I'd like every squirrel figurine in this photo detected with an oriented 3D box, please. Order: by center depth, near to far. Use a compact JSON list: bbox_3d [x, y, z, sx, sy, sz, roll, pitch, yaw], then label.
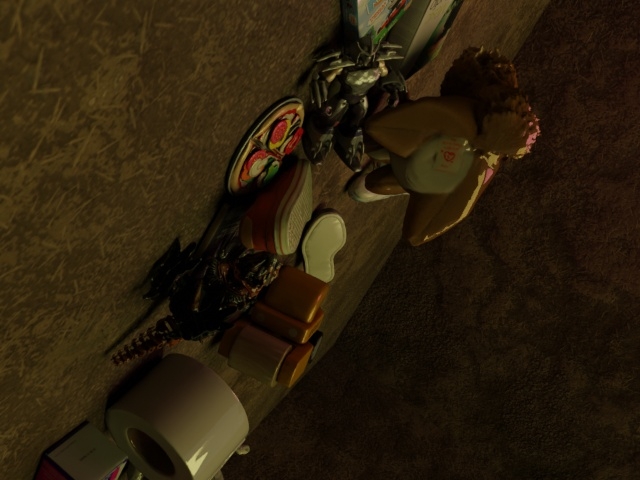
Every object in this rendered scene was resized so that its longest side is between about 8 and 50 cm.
[{"bbox_3d":[0.258,-0.235,1.545,0.397,0.281,0.370,-28,-161,4],"label":"squirrel figurine"}]

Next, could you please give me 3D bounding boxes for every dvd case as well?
[{"bbox_3d":[-0.190,0.011,1.344,0.221,0.018,0.164,-58,169,19],"label":"dvd case"}]

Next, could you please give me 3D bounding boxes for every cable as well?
[{"bbox_3d":[-0.171,0.057,1.483,0.139,0.072,0.287,-40,163,1],"label":"cable"}]

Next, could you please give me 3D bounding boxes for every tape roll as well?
[{"bbox_3d":[-0.291,0.375,1.460,0.169,0.246,0.246,-45,166,-39],"label":"tape roll"}]

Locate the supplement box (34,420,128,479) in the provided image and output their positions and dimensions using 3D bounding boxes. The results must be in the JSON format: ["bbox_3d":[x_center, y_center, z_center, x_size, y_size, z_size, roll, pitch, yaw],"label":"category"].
[{"bbox_3d":[-0.470,0.470,1.361,0.111,0.114,0.220,-38,163,-56],"label":"supplement box"}]

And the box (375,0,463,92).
[{"bbox_3d":[0.230,-0.477,1.464,0.232,0.058,0.322,-43,167,-40],"label":"box"}]

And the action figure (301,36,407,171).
[{"bbox_3d":[0.054,-0.245,1.254,0.185,0.099,0.285,-5,147,-18],"label":"action figure"}]

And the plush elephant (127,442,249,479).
[{"bbox_3d":[-0.337,0.565,1.826,0.255,0.271,0.330,-46,-153,52],"label":"plush elephant"}]

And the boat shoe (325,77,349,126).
[{"bbox_3d":[0.039,-0.268,1.350,0.043,0.049,0.137,-45,169,-48],"label":"boat shoe"}]

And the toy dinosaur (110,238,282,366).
[{"bbox_3d":[-0.206,0.120,1.243,0.322,0.164,0.218,-55,172,-13],"label":"toy dinosaur"}]

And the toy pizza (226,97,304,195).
[{"bbox_3d":[-0.086,-0.154,1.229,0.201,0.032,0.201,-50,168,-14],"label":"toy pizza"}]

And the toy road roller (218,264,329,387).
[{"bbox_3d":[-0.100,0.210,1.874,0.329,0.202,0.241,-37,148,-70],"label":"toy road roller"}]

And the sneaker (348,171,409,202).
[{"bbox_3d":[0.186,-0.157,1.994,0.237,0.085,0.086,-9,-177,-21],"label":"sneaker"}]

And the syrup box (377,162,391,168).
[{"bbox_3d":[0.234,-0.253,2.053,0.096,0.093,0.237,-49,168,-20],"label":"syrup box"}]

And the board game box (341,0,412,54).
[{"bbox_3d":[0.098,-0.407,1.195,0.160,0.039,0.211,-51,168,-8],"label":"board game box"}]

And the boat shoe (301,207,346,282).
[{"bbox_3d":[0.000,0.000,1.957,0.319,0.116,0.099,98,-13,-55],"label":"boat shoe"}]

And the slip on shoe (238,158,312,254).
[{"bbox_3d":[-0.073,-0.071,1.326,0.331,0.101,0.123,-69,159,-63],"label":"slip on shoe"}]
